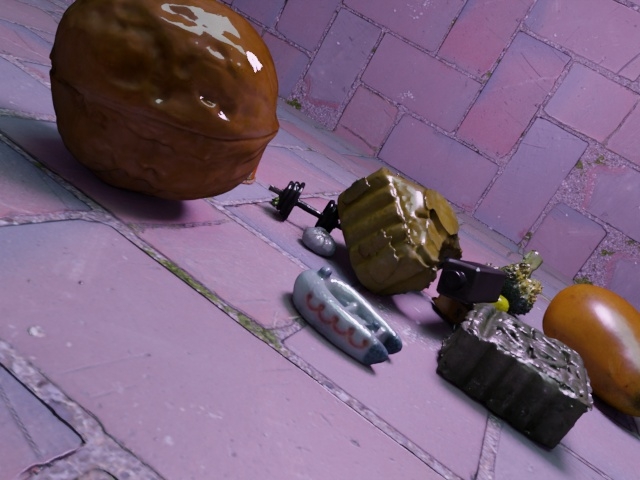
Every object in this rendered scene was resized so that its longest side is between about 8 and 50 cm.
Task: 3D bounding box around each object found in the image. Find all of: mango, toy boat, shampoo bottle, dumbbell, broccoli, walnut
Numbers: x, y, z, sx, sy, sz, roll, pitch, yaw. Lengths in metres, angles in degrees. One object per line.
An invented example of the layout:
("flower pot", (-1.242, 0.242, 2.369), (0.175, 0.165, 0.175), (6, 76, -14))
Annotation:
("mango", (0.706, 0.268, 1.391), (0.263, 0.221, 0.378), (28, 26, -24))
("toy boat", (0.045, 0.115, 0.934), (0.207, 0.079, 0.134), (38, 21, 21))
("shampoo bottle", (0.320, 0.088, 1.212), (0.080, 0.079, 0.246), (19, 5, 33))
("toy boat", (0.337, 0.176, 1.274), (0.088, 0.068, 0.226), (25, 14, -41))
("dumbbell", (-0.028, -0.074, 1.332), (0.208, 0.099, 0.099), (29, 16, -6))
("broccoli", (0.558, 0.102, 1.625), (0.194, 0.194, 0.220), (37, -4, 22))
("walnut", (-0.263, -0.253, 0.985), (0.397, 0.354, 0.308), (19, 34, -13))
("mango", (0.466, 0.164, 1.555), (0.108, 0.056, 0.073), (37, 11, 31))

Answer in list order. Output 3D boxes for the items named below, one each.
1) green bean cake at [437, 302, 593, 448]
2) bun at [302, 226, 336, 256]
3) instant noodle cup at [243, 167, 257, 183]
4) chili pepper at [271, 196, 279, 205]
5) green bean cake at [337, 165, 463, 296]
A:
("green bean cake", (0.355, 0.229, 1.049), (0.255, 0.132, 0.241), (35, 20, 16))
("bun", (0.000, 0.000, 1.253), (0.083, 0.045, 0.083), (27, 21, -11))
("instant noodle cup", (-0.230, -0.279, 1.449), (0.230, 0.182, 0.230), (27, 17, -9))
("chili pepper", (-0.094, -0.100, 1.424), (0.091, 0.030, 0.034), (-5, 63, -60))
("green bean cake", (0.207, 0.000, 1.278), (0.309, 0.202, 0.285), (25, 39, -46))
